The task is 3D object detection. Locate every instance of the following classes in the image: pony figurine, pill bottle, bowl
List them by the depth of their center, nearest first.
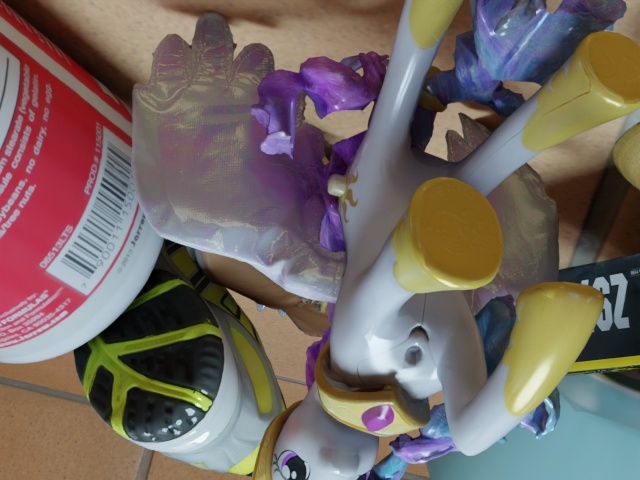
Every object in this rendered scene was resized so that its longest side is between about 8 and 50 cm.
[{"bbox_3d":[0.039,-0.009,0.741,0.303,0.351,0.363,14,145,-12],"label":"pony figurine"},{"bbox_3d":[-0.294,-0.081,0.870,0.229,0.229,0.408,5,160,29],"label":"pill bottle"},{"bbox_3d":[0.263,0.163,1.176,0.311,0.163,0.311,12,-154,-6],"label":"bowl"}]

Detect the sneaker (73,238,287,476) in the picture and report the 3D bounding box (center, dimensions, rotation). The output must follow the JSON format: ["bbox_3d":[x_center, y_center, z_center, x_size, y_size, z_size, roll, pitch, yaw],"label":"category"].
[{"bbox_3d":[-0.143,0.064,1.083,0.147,0.145,0.384,45,-173,-39],"label":"sneaker"}]

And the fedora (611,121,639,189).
[{"bbox_3d":[0.259,-0.067,0.719,0.194,0.079,0.194,5,163,1],"label":"fedora"}]

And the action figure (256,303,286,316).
[{"bbox_3d":[-0.130,0.008,1.309,0.232,0.063,0.137,29,167,-28],"label":"action figure"}]

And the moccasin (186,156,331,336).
[{"bbox_3d":[0.000,0.003,1.058,0.147,0.139,0.380,1,157,20],"label":"moccasin"}]

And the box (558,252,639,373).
[{"bbox_3d":[0.281,0.050,0.935,0.257,0.079,0.322,1,171,-30],"label":"box"}]
